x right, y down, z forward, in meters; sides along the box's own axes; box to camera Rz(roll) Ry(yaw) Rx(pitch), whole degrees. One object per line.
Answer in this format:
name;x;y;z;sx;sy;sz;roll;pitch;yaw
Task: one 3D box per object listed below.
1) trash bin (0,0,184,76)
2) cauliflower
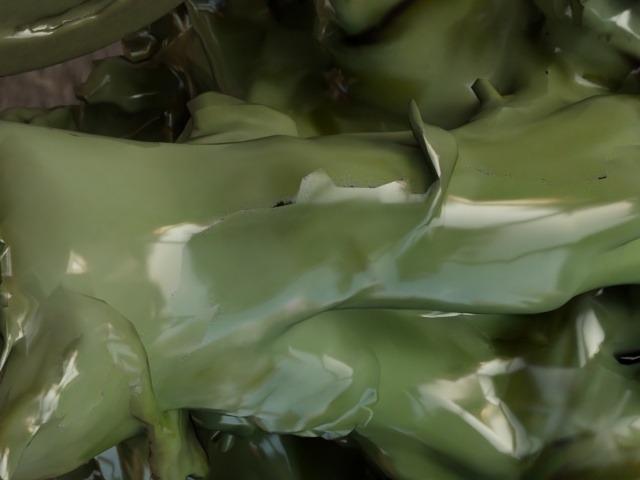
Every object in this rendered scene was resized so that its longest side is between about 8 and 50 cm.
trash bin;-0.062;-0.196;0.394;0.243;0.247;0.121;-33;160;29
cauliflower;0.005;-0.012;0.503;0.327;0.260;0.281;-15;151;23
